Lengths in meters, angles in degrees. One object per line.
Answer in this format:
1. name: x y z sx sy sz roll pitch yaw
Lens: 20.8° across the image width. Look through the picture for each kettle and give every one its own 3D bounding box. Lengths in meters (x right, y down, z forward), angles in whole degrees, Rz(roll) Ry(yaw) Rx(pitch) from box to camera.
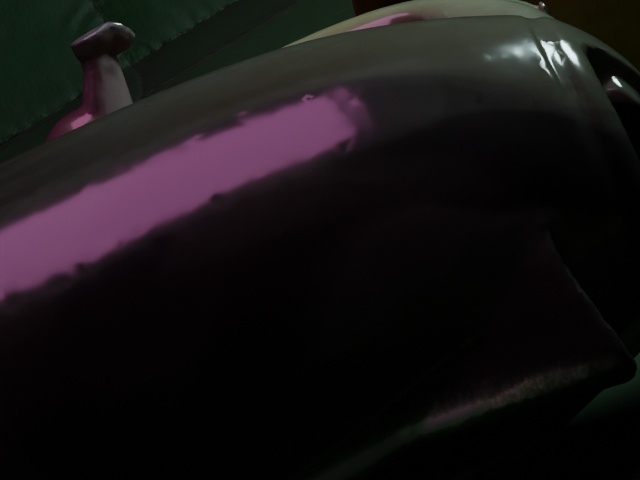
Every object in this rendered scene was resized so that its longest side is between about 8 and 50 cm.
1. kettle: 0.000 0.000 0.788 0.324 0.228 0.321 -25 32 8

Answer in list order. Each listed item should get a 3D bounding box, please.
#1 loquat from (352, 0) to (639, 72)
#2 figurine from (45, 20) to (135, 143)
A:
1. loquat: 0.150 -0.195 1.126 0.274 0.275 0.275 -29 14 8
2. figurine: -0.148 0.010 1.183 0.176 0.186 0.287 156 133 -70
